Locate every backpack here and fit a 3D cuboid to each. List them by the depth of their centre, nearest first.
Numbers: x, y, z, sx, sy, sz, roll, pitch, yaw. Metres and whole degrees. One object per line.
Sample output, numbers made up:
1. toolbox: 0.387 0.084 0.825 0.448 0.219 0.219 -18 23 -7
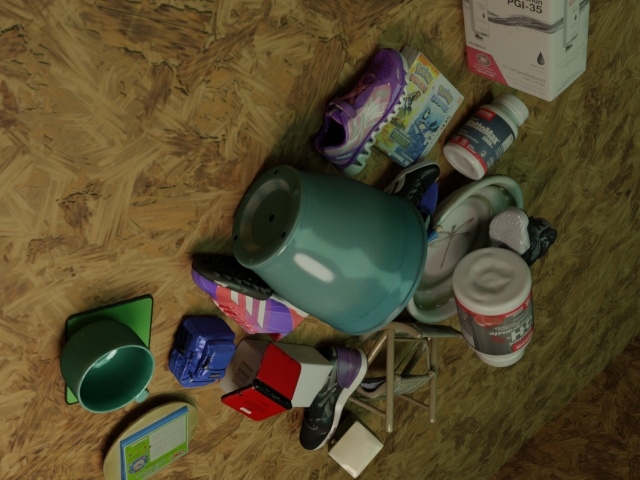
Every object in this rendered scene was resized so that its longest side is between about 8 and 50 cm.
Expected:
1. backpack: -0.217 0.211 1.241 0.098 0.101 0.120 11 114 -43

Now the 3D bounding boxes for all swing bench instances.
1. swing bench: 0.202 0.313 1.691 0.253 0.165 0.254 14 94 -54

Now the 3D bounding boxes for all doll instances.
1. doll: 0.196 -0.047 1.452 0.046 0.129 0.188 13 87 -72

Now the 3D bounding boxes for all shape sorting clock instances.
1. shape sorting clock: -0.324 0.390 1.318 0.206 0.040 0.206 -31 139 -32

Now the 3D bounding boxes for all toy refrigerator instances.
1. toy refrigerator: 0.078 0.495 1.691 0.102 0.094 0.269 -47 174 -7

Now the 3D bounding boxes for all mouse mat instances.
1. mouse mat: -0.354 0.184 1.151 0.153 0.007 0.189 -14 130 -39

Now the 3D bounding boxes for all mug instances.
1. mug: -0.344 0.202 1.090 0.130 0.097 0.157 -19 132 -37

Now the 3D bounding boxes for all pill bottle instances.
1. pill bottle: 0.361 -0.230 1.485 0.180 0.108 0.108 -48 143 -7
2. pill bottle: 0.421 0.174 1.650 0.176 0.176 0.318 -41 142 -15

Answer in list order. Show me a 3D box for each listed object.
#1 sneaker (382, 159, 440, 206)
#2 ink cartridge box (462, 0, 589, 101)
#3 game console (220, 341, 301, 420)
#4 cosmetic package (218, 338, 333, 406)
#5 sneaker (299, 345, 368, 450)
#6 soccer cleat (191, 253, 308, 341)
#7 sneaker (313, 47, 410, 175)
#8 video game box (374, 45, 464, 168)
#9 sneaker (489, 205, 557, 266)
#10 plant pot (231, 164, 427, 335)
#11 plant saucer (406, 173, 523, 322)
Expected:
1. sneaker: 0.170 -0.059 1.369 0.217 0.121 0.079 -36 143 5
2. ink cartridge box: 0.371 -0.426 1.257 0.117 0.207 0.283 -41 141 -17
3. game console: -0.113 0.278 1.338 0.124 0.085 0.144 -24 142 14
4. cosmetic package: -0.089 0.283 1.445 0.231 0.085 0.117 19 105 -53
5. sneaker: -0.008 0.361 1.604 0.124 0.107 0.283 16 108 -30
6. soccer cleat: -0.133 0.115 1.252 0.116 0.109 0.318 -53 145 7
7. sneaker: 0.065 -0.230 1.195 0.105 0.095 0.236 16 108 -43
8. video game box: 0.175 -0.246 1.328 0.205 0.048 0.187 23 100 -52
9. sneaker: 0.485 -0.020 1.630 0.153 0.101 0.268 -41 147 -17
10. plant pot: 0.000 0.000 1.182 0.255 0.272 0.271 26 100 -38
11. plant saucer: 0.320 0.008 1.639 0.401 0.101 0.400 -26 135 -30
